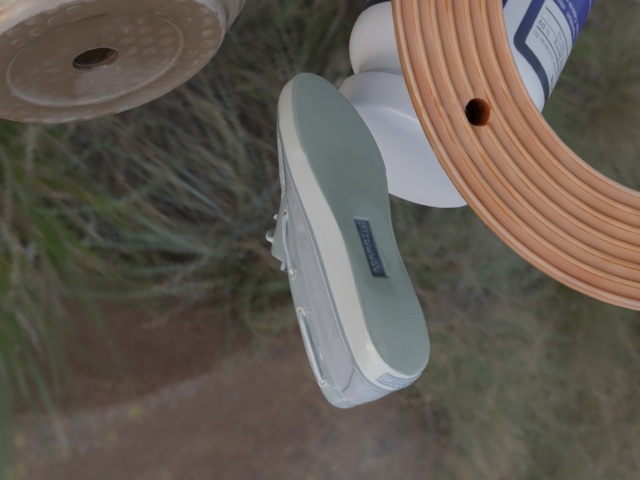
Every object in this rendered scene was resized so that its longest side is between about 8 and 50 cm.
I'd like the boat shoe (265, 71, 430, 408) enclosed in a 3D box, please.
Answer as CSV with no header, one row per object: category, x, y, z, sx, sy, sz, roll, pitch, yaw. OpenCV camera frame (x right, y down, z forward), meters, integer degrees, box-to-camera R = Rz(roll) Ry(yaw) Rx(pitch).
boat shoe,0.001,0.001,1.102,0.079,0.227,0.081,11,145,-44

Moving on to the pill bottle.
pill bottle,0.113,-0.164,1.260,0.265,0.153,0.153,-62,141,-24

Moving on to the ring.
ring,0.189,-0.129,0.900,0.336,0.032,0.336,1,88,-20

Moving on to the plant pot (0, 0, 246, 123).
plant pot,-0.113,-0.126,0.760,0.237,0.110,0.237,-15,161,-5
